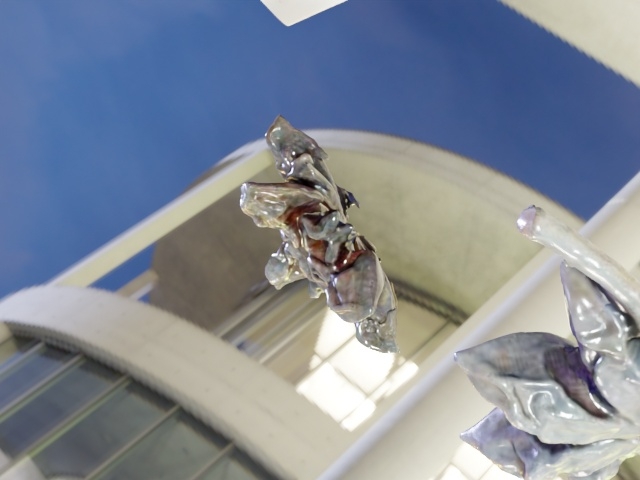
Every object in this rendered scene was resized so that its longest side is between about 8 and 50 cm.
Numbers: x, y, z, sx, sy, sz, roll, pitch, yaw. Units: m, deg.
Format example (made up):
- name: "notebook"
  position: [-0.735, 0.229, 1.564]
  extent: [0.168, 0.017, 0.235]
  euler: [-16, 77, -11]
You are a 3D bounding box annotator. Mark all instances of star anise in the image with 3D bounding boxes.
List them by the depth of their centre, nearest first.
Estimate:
- name: "star anise"
  position: [0.172, 0.075, 0.577]
  extent: [0.230, 0.081, 0.262]
  euler: [-17, -40, 24]
- name: "star anise"
  position: [0.001, 0.003, 1.154]
  extent: [0.282, 0.129, 0.212]
  euler: [57, -7, 4]

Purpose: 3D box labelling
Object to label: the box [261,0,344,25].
- name: "box"
  position: [0.014, -0.364, 1.285]
  extent: [0.081, 0.199, 0.135]
  euler: [43, -31, -27]
